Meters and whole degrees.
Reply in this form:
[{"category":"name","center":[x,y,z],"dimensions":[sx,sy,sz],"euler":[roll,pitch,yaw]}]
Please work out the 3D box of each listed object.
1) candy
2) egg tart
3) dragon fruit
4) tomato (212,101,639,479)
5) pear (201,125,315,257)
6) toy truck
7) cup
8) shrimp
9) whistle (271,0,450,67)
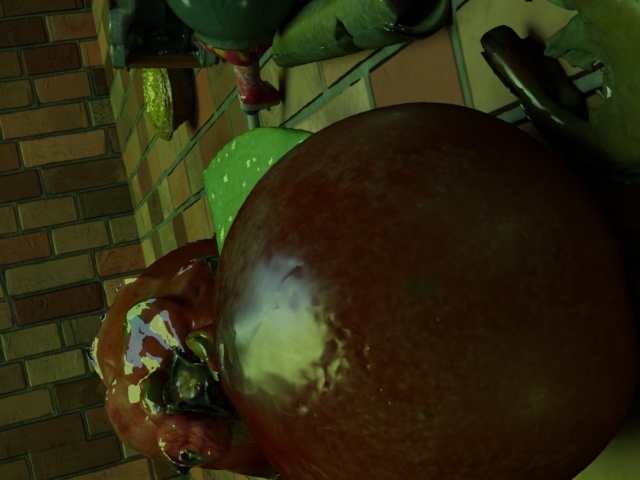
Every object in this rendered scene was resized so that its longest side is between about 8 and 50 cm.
[{"category":"candy","center":[-0.086,-0.177,1.092],"dimensions":[0.365,0.124,0.124],"euler":[85,163,-44]},{"category":"egg tart","center":[-0.288,-0.284,1.678],"dimensions":[0.191,0.074,0.191],"euler":[169,90,-72]},{"category":"dragon fruit","center":[-0.103,0.156,1.039],"dimensions":[0.226,0.305,0.305],"euler":[28,128,58]},{"category":"tomato","center":[0.054,0.051,0.549],"dimensions":[0.265,0.265,0.265],"euler":[168,90,-72]},{"category":"pear","center":[0.004,0.003,0.880],"dimensions":[0.239,0.139,0.288],"euler":[-46,52,51]},{"category":"toy truck","center":[-0.223,-0.398,1.248],"dimensions":[0.387,0.173,0.207],"euler":[127,138,-71]},{"category":"cup","center":[-0.087,-0.269,0.859],"dimensions":[0.199,0.199,0.150],"euler":[-120,24,-45]},{"category":"shrimp","center":[0.135,-0.131,0.509],"dimensions":[0.253,0.058,0.173],"euler":[-124,19,-44]},{"category":"whistle","center":[0.019,-0.201,0.807],"dimensions":[0.326,0.057,0.068],"euler":[-159,68,-70]}]
